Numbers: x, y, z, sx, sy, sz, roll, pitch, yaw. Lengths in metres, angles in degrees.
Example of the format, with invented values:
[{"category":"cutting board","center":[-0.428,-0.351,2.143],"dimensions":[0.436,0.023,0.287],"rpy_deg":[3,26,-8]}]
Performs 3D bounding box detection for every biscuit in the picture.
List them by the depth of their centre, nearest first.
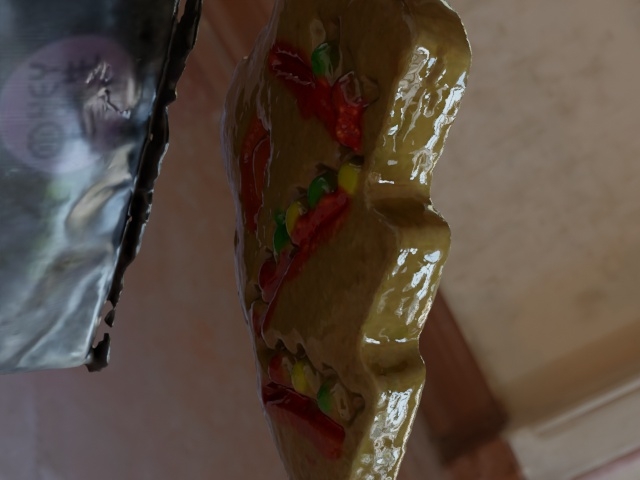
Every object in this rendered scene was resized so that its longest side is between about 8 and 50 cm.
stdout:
[{"category":"biscuit","center":[0.000,0.000,0.723],"dimensions":[0.041,0.212,0.239],"rpy_deg":[1,84,-24]}]

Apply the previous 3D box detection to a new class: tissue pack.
[{"category":"tissue pack","center":[-0.246,-0.057,0.767],"dimensions":[0.361,0.259,0.122],"rpy_deg":[-2,33,-34]}]
